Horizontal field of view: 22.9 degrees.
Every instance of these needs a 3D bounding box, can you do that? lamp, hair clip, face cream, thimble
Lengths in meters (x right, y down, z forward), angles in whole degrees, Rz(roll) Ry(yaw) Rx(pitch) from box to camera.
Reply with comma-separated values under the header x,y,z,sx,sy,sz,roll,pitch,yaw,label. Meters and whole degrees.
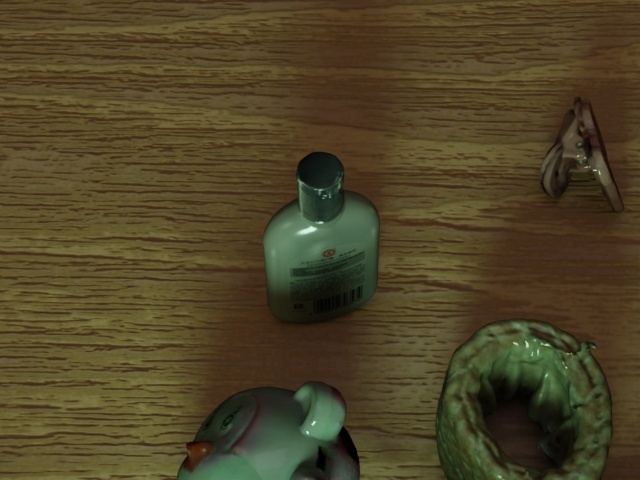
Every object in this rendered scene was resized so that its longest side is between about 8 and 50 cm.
x,y,z,sx,sy,sz,roll,pitch,yaw,label
-0.042,0.313,1.721,0.247,0.247,0.301,18,62,-24,lamp
0.353,-0.113,2.028,0.102,0.123,0.138,11,60,31,hair clip
0.000,0.000,1.850,0.144,0.291,0.071,-16,60,-7,face cream
0.230,0.213,1.799,0.196,0.148,0.229,3,56,3,thimble
